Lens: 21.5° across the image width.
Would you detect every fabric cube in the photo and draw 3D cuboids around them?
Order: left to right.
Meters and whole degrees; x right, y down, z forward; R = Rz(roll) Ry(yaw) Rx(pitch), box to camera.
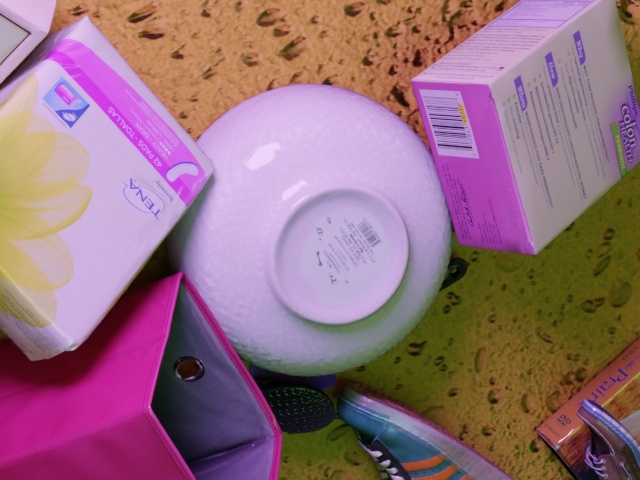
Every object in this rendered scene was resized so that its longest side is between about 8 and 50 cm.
[{"bbox_3d":[-0.216,0.234,1.807,0.258,0.259,0.254,-21,118,17],"label":"fabric cube"}]

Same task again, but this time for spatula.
[{"bbox_3d":[0.051,0.104,2.027,0.296,0.030,0.084,-33,115,-6],"label":"spatula"}]

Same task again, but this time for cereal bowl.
[{"bbox_3d":[0.000,0.000,1.895,0.339,0.141,0.339,-4,105,-15],"label":"cereal bowl"}]

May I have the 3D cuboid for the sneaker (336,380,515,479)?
[{"bbox_3d":[0.120,0.285,2.075,0.302,0.108,0.121,35,90,-29],"label":"sneaker"}]

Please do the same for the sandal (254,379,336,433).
[{"bbox_3d":[-0.071,0.192,2.005,0.179,0.040,0.067,2,117,-1],"label":"sandal"}]

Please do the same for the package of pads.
[{"bbox_3d":[-0.266,-0.049,1.734,0.229,0.101,0.296,50,54,-20],"label":"package of pads"}]

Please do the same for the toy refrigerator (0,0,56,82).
[{"bbox_3d":[-0.402,-0.271,1.666,0.269,0.094,0.102,32,128,-28],"label":"toy refrigerator"}]

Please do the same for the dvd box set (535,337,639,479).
[{"bbox_3d":[0.528,0.220,2.230,0.420,0.062,0.307,-40,118,-2],"label":"dvd box set"}]

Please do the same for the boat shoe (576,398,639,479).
[{"bbox_3d":[0.372,0.273,2.120,0.066,0.066,0.183,-44,117,1],"label":"boat shoe"}]

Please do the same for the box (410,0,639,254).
[{"bbox_3d":[0.243,-0.139,1.910,0.243,0.117,0.213,-38,121,-35],"label":"box"}]
